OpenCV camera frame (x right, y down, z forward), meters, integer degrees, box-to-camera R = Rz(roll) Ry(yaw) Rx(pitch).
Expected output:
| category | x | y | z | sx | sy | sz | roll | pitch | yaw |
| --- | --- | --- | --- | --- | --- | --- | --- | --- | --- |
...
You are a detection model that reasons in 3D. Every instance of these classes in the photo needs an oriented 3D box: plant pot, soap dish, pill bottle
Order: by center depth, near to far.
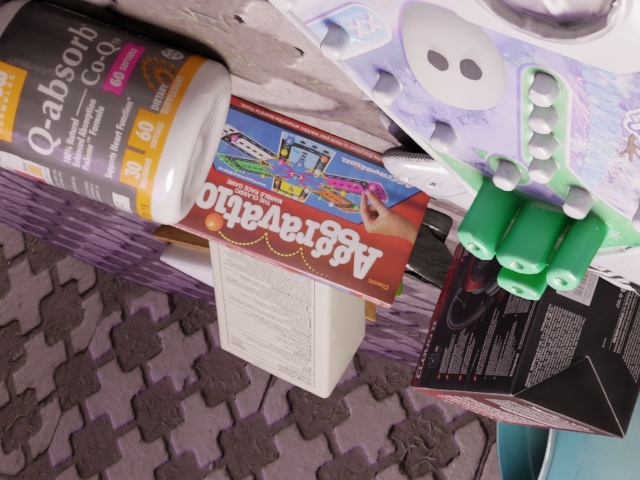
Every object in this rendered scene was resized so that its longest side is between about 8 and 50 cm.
| category | x | y | z | sx | sy | sz | roll | pitch | yaw |
| --- | --- | --- | --- | --- | --- | --- | --- | --- | --- |
| pill bottle | -0.236 | -0.131 | 1.169 | 0.278 | 0.162 | 0.162 | 19 | 171 | 3 |
| plant pot | 0.397 | 0.238 | 1.709 | 0.255 | 0.272 | 0.271 | 7 | 172 | -7 |
| soap dish | -0.077 | 0.035 | 1.912 | 0.229 | 0.118 | 0.291 | 10 | 167 | 46 |

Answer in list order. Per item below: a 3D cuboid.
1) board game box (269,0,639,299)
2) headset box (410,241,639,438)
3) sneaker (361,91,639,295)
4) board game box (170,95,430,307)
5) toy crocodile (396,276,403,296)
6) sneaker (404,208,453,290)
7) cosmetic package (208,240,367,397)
| category | x | y | z | sx | sy | sz | roll | pitch | yaw |
| --- | --- | --- | --- | --- | --- | --- | --- | --- | --- |
| board game box | 0.089 | -0.111 | 0.520 | 0.390 | 0.050 | 0.390 | 41 | 157 | -21 |
| headset box | 0.195 | 0.053 | 1.142 | 0.110 | 0.218 | 0.293 | 22 | 170 | -11 |
| sneaker | 0.167 | -0.047 | 0.786 | 0.210 | 0.137 | 0.366 | 24 | -179 | -25 |
| board game box | -0.036 | -0.048 | 1.271 | 0.281 | 0.145 | 0.027 | 21 | 171 | -5 |
| toy crocodile | 0.000 | 0.000 | 1.639 | 0.115 | 0.105 | 0.340 | -11 | 149 | 40 |
| sneaker | 0.087 | -0.001 | 1.452 | 0.170 | 0.089 | 0.051 | 19 | 171 | 6 |
| cosmetic package | -0.034 | 0.038 | 1.469 | 0.160 | 0.113 | 0.309 | 24 | 148 | 16 |
